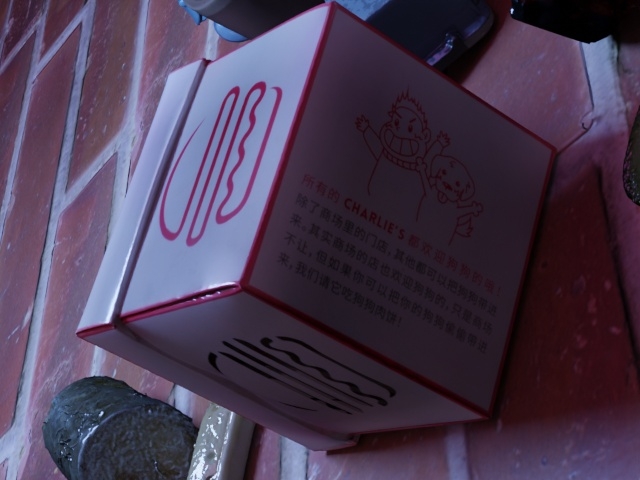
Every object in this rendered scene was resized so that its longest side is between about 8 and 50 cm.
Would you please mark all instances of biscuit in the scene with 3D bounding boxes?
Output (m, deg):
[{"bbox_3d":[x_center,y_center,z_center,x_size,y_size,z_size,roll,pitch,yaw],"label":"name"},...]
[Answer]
[{"bbox_3d":[-0.115,0.264,1.730,0.056,0.052,0.188,-14,51,37],"label":"biscuit"}]

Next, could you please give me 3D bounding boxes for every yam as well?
[{"bbox_3d":[-0.260,0.251,1.906,0.254,0.154,0.154,16,79,61],"label":"yam"}]

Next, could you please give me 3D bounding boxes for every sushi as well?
[{"bbox_3d":[0.253,-0.271,1.464,0.172,0.153,0.150,-124,52,-72],"label":"sushi"}]

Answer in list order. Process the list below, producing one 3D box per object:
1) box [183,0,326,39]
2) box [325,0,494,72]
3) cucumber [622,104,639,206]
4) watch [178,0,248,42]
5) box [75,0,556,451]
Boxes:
[{"bbox_3d":[-0.019,-0.388,2.007,0.301,0.216,0.301,-44,32,37],"label":"box"},{"bbox_3d":[0.094,-0.274,1.782,0.162,0.130,0.227,-39,31,12],"label":"box"},{"bbox_3d":[0.332,-0.131,1.281,0.243,0.063,0.115,-61,27,2],"label":"cucumber"},{"bbox_3d":[-0.143,-0.421,2.341,0.211,0.211,0.193,-57,8,11],"label":"watch"},{"bbox_3d":[0.000,0.000,1.481,0.300,0.314,0.312,-16,51,53],"label":"box"}]
